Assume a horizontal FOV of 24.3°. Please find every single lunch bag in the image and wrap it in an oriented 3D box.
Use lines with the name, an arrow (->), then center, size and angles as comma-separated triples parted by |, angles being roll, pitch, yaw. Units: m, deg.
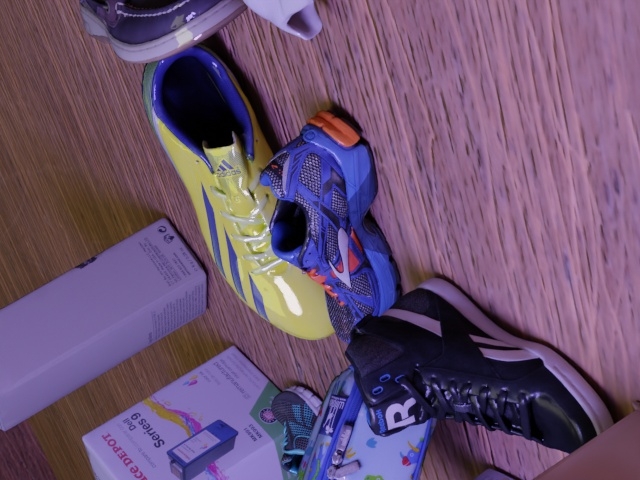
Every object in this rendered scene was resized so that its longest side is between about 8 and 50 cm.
lunch bag -> 0.028, 0.195, 1.220 | 0.090, 0.176, 0.219 | 18, 175, -1

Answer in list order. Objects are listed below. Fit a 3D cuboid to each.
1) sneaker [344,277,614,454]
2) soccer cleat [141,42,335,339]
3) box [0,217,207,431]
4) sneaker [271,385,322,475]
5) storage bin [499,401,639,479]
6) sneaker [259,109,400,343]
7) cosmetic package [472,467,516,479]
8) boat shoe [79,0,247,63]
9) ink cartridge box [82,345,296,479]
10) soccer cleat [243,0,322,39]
sneaker -> 0.101, 0.118, 1.070 | 0.217, 0.121, 0.079 | 36, 150, 47
soccer cleat -> -0.068, -0.040, 1.269 | 0.289, 0.093, 0.121 | 60, 173, 1
box -> -0.265, 0.093, 1.669 | 0.094, 0.275, 0.113 | 53, 159, 20
sneaker -> -0.016, 0.207, 1.538 | 0.166, 0.076, 0.065 | 29, 144, 54
storage bin -> 0.263, 0.262, 0.896 | 0.262, 0.123, 0.260 | 21, 138, 59
sneaker -> 0.000, 0.000, 1.190 | 0.083, 0.087, 0.221 | 37, 151, 47
cosmetic package -> 0.155, 0.318, 1.237 | 0.085, 0.117, 0.231 | 19, 136, 58
boat shoe -> -0.148, -0.213, 1.220 | 0.092, 0.103, 0.285 | 62, 166, -23
ink cartridge box -> -0.135, 0.237, 1.660 | 0.154, 0.212, 0.093 | 42, 154, 40
soccer cleat -> -0.012, -0.203, 0.977 | 0.076, 0.068, 0.196 | 40, 158, 8
